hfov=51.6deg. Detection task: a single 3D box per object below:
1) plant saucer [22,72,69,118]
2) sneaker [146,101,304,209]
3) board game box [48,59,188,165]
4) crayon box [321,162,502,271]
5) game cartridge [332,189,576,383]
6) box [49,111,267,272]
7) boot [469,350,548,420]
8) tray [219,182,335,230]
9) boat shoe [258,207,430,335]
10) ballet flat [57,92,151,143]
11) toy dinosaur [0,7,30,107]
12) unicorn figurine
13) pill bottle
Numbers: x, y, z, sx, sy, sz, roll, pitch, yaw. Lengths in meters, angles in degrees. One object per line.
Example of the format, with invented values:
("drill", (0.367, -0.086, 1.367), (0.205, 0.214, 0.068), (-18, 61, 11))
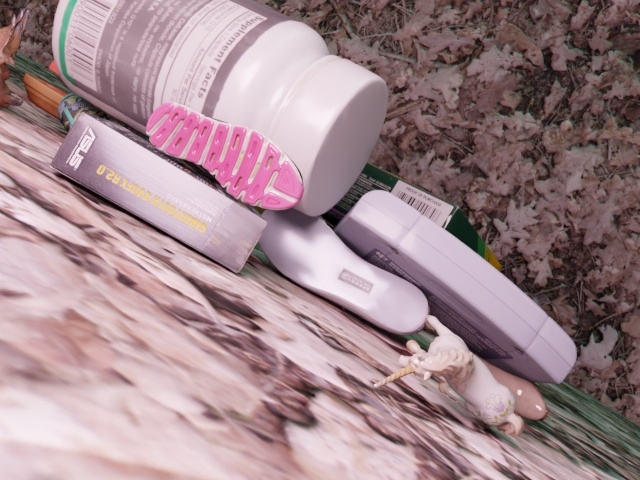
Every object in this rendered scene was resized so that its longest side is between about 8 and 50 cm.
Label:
("plant saucer", (-0.407, -0.213, 1.115), (0.199, 0.037, 0.200), (31, 3, -2))
("sneaker", (-0.082, -0.079, 0.634), (0.170, 0.063, 0.074), (27, 6, 19))
("board game box", (-0.338, -0.226, 1.260), (0.242, 0.064, 0.316), (31, -8, 7))
("crayon box", (0.118, -0.040, 1.195), (0.362, 0.106, 0.313), (31, -1, 32))
("game cartridge", (0.147, 0.058, 0.775), (0.294, 0.060, 0.196), (39, -10, -1))
("box", (-0.154, -0.053, 0.670), (0.183, 0.056, 0.231), (31, 2, -14))
("boot", (0.191, 0.162, 0.757), (0.086, 0.042, 0.118), (22, 5, -28))
("tray", (0.000, 0.000, 1.322), (0.410, 0.076, 0.202), (28, 3, -38))
("boat shoe", (0.024, 0.041, 0.783), (0.228, 0.080, 0.076), (28, -16, 9))
("ballet flat", (-0.283, -0.136, 0.921), (0.070, 0.070, 0.188), (32, 4, 32))
("toy dinosaur", (-0.385, -0.220, 0.613), (0.200, 0.127, 0.296), (46, 11, -4))
("unicorn figurine", (0.108, 0.106, 0.535), (0.161, 0.060, 0.111), (30, 2, -15))
("pill bottle", (-0.116, -0.185, 0.782), (0.360, 0.204, 0.204), (31, 2, 17))
